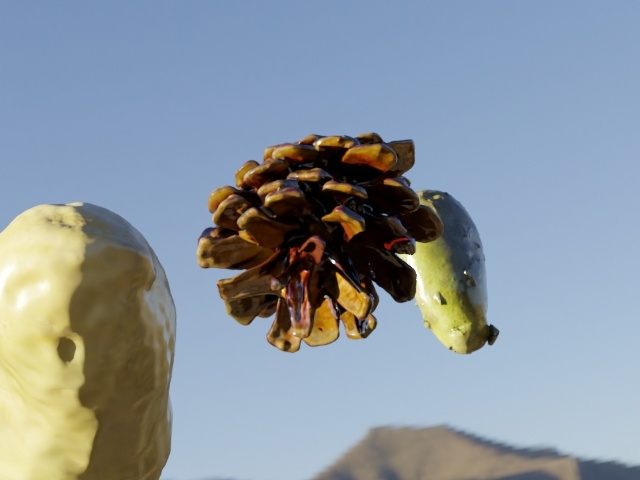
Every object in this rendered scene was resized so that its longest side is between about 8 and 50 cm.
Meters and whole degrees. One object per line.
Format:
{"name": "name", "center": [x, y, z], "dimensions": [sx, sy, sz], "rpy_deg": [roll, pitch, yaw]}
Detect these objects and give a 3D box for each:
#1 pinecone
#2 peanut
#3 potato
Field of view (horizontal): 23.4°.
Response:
{"name": "pinecone", "center": [0.001, 0.002, 1.429], "dimensions": [0.229, 0.202, 0.201], "rpy_deg": [-16, 29, -4]}
{"name": "peanut", "center": [-0.169, 0.089, 1.012], "dimensions": [0.148, 0.147, 0.319], "rpy_deg": [-8, -33, -12]}
{"name": "potato", "center": [0.155, 0.037, 1.925], "dimensions": [0.117, 0.225, 0.090], "rpy_deg": [-2, -28, -27]}
